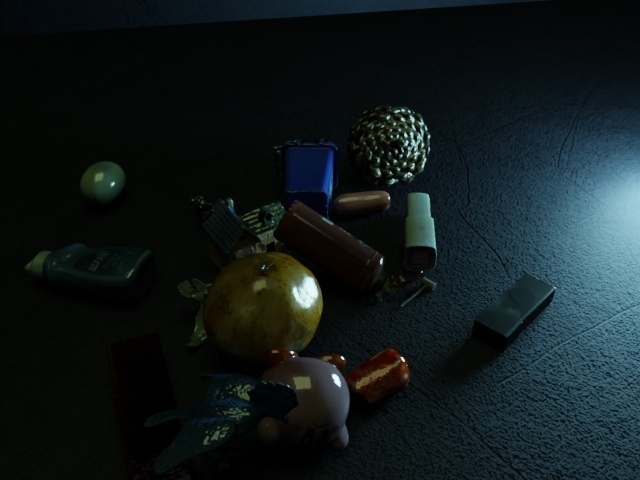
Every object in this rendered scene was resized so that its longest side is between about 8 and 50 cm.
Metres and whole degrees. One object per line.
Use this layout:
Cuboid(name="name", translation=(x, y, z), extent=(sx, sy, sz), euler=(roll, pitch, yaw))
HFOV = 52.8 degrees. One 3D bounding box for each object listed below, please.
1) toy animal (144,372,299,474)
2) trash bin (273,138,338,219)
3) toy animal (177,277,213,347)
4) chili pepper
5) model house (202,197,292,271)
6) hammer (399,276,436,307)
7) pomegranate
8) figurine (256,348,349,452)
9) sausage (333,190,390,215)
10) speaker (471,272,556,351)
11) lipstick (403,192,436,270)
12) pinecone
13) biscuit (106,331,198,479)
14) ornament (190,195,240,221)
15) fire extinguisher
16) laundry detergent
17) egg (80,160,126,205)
Cuboid(name="toy animal", translation=(-0.162, 0.280, 1.046), extent=(0.255, 0.177, 0.239), euler=(9, 19, 6))
Cuboid(name="trash bin", translation=(-0.044, -0.156, 1.751), extent=(0.183, 0.163, 0.235), euler=(1, 42, 3))
Cuboid(name="toy animal", translation=(-0.229, 0.136, 1.401), extent=(0.155, 0.095, 0.219), euler=(-3, 37, 5))
Cuboid(name="chili pepper", translation=(0.130, 0.254, 1.243), extent=(0.192, 0.084, 0.086), euler=(-27, 60, -24))
Cuboid(name="model house", translation=(-0.170, -0.019, 1.545), extent=(0.182, 0.172, 0.166), euler=(-21, 40, -26))
Cuboid(name="hammer", translation=(0.219, 0.122, 1.476), extent=(0.110, 0.019, 0.035), euler=(-32, 46, -32))
Cuboid(name="pomegranate", translation=(-0.116, 0.137, 1.297), extent=(0.248, 0.248, 0.248), euler=(0, 36, 0))
Cuboid(name="figurine", translation=(-0.031, 0.286, 1.135), extent=(0.173, 0.173, 0.173), euler=(0, 36, 0))
Cuboid(name="sausage", translation=(0.111, -0.100, 1.743), extent=(0.154, 0.062, 0.062), euler=(-6, 37, -9))
Cuboid(name="speaker", translation=(0.424, 0.153, 1.407), extent=(0.082, 0.044, 0.218), euler=(30, 46, 34))
Cuboid(name="lipstick", translation=(0.248, -0.028, 1.630), extent=(0.077, 0.079, 0.253), euler=(1, 35, 5))
Cuboid(name="pinecone", translation=(0.192, -0.283, 1.856), extent=(0.243, 0.244, 0.257), euler=(-1, 31, -1))
Cuboid(name="biscuit", translation=(-0.312, 0.318, 1.171), extent=(0.107, 0.073, 0.388), euler=(-13, 38, -17))
Cuboid(name="ornament", translation=(-0.276, -0.074, 1.695), extent=(0.081, 0.088, 0.203), euler=(-17, 38, -23))
Cuboid(name="fire extinguisher", translation=(0.068, 0.021, 1.471), extent=(0.336, 0.147, 0.106), euler=(32, 3, 2))
Cuboid(name="laundry detergent", translation=(-0.539, 0.064, 1.502), extent=(0.289, 0.094, 0.143), euler=(6, 41, 9))
Cuboid(name="egg", translation=(-0.601, -0.160, 1.792), extent=(0.114, 0.114, 0.152), euler=(6, 33, 10))
